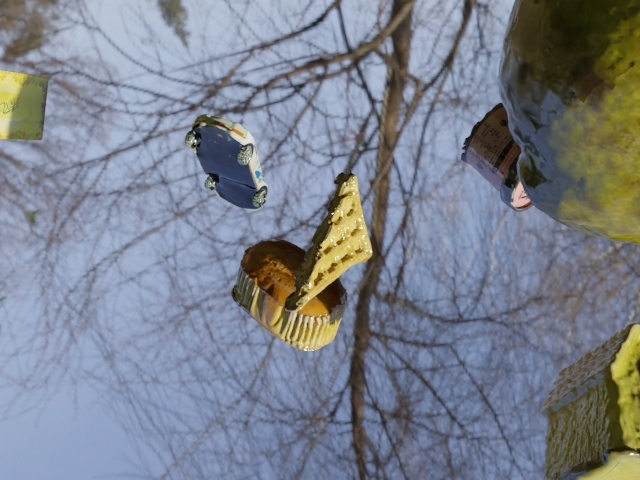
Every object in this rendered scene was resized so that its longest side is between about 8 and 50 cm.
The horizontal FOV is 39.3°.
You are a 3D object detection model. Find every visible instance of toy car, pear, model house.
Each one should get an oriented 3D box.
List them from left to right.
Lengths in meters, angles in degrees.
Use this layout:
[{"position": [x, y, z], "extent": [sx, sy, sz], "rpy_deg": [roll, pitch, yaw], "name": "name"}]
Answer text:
[{"position": [-0.128, -0.109, 1.289], "extent": [0.095, 0.205, 0.056], "rpy_deg": [17, -113, 16], "name": "toy car"}, {"position": [0.404, 0.236, 1.238], "extent": [0.174, 0.193, 0.234], "rpy_deg": [13, -126, -15], "name": "model house"}, {"position": [0.351, -0.180, 0.793], "extent": [0.413, 0.352, 0.352], "rpy_deg": [-28, -155, 22], "name": "pear"}]

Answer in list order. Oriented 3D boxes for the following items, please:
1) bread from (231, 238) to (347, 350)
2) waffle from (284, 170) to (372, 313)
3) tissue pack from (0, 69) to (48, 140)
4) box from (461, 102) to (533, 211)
[{"position": [-0.049, 0.082, 1.464], "extent": [0.190, 0.114, 0.132], "rpy_deg": [32, -141, 18], "name": "bread"}, {"position": [0.000, 0.000, 0.896], "extent": [0.023, 0.097, 0.152], "rpy_deg": [-1, -158, 36], "name": "waffle"}, {"position": [-0.455, -0.190, 1.233], "extent": [0.062, 0.095, 0.176], "rpy_deg": [11, -173, 20], "name": "tissue pack"}, {"position": [0.321, -0.145, 1.491], "extent": [0.151, 0.151, 0.135], "rpy_deg": [-33, -121, -28], "name": "box"}]
